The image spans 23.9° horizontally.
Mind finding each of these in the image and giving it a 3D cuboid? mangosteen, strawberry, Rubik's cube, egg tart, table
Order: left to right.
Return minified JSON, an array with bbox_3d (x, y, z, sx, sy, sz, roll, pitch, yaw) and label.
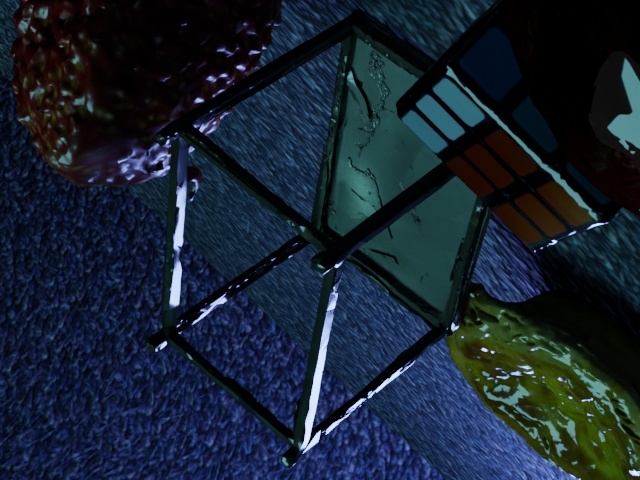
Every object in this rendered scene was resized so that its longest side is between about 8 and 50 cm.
[{"bbox_3d":[-0.171,-0.193,1.519,0.292,0.343,0.292,7,161,2],"label":"strawberry"},{"bbox_3d":[0.000,0.000,1.525,0.222,0.272,0.335,38,145,23],"label":"table"},{"bbox_3d":[0.175,-0.108,1.109,0.160,0.162,0.163,44,169,-2],"label":"Rubik's cube"},{"bbox_3d":[0.291,0.161,1.704,0.341,0.129,0.341,42,166,13],"label":"egg tart"},{"bbox_3d":[0.231,-0.133,0.807,0.261,0.235,0.235,-33,106,37],"label":"mangosteen"}]
